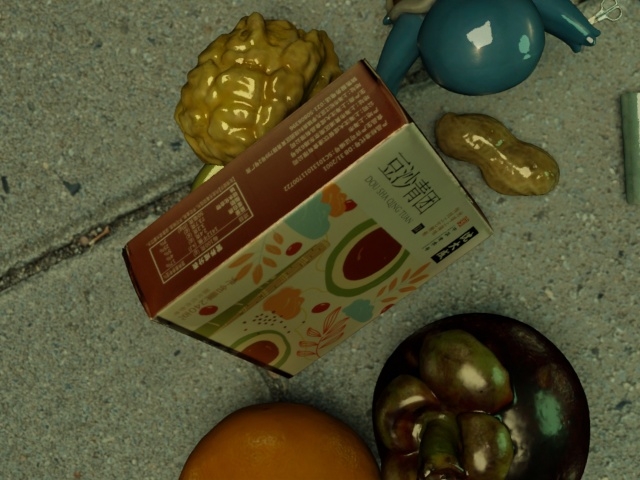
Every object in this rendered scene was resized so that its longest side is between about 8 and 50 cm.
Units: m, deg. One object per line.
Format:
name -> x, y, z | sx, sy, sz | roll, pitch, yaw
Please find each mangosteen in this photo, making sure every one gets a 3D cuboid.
mangosteen -> 0.200, 0.249, 1.093 | 0.306, 0.347, 0.307 | -4, 82, 31

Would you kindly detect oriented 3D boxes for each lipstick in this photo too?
lipstick -> 0.455, -0.131, 1.158 | 0.048, 0.048, 0.158 | -5, 97, 8

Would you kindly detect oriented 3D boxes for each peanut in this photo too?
peanut -> 0.251, -0.122, 1.171 | 0.192, 0.089, 0.089 | 34, 101, 6

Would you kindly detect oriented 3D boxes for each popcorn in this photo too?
popcorn -> -0.079, -0.202, 1.118 | 0.190, 0.250, 0.250 | 43, 101, -13

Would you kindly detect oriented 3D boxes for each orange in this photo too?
orange -> -0.056, 0.389, 1.173 | 0.312, 0.312, 0.312 | 1, 98, 7

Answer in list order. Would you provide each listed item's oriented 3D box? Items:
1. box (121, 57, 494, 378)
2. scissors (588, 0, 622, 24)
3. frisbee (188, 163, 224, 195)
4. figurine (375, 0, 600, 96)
box -> 0.000, 0.000, 1.087 | 0.385, 0.344, 0.122 | -36, 57, 11
scissors -> 0.388, -0.314, 1.162 | 0.083, 0.006, 0.036 | -30, 91, 11
frisbee -> -0.093, -0.039, 1.258 | 0.235, 0.017, 0.236 | 1, 98, 7
figurine -> 0.200, -0.325, 1.064 | 0.297, 0.243, 0.416 | -5, 57, 3
